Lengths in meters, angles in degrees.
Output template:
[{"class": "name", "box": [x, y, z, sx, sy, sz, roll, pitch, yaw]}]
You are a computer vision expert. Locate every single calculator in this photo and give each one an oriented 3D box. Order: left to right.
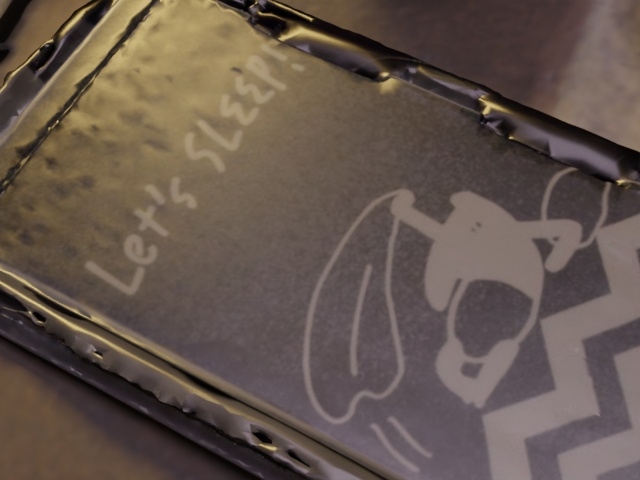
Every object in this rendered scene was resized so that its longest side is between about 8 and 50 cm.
[{"class": "calculator", "box": [0.000, 0.000, 0.496, 0.274, 0.028, 0.166, 26, 62, 21]}]
